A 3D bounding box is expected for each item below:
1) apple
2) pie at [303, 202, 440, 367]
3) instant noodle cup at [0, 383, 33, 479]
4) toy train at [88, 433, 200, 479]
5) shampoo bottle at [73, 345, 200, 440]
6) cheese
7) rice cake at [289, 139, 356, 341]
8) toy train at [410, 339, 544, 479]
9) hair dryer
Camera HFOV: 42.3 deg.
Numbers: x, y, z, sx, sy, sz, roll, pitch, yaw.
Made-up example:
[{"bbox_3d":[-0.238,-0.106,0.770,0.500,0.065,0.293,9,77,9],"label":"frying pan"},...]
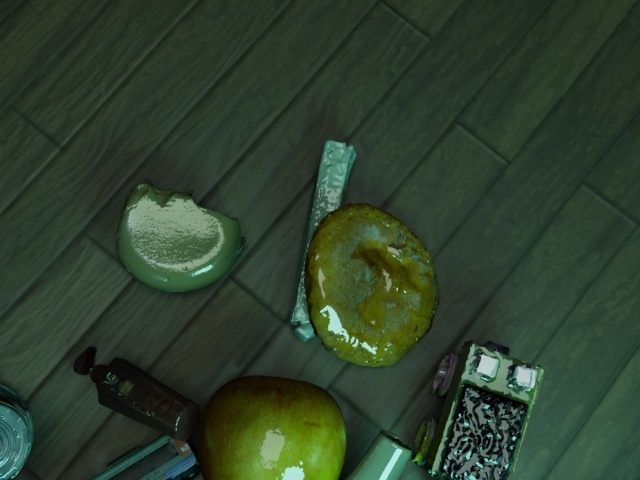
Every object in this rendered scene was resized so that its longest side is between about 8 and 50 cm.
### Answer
[{"bbox_3d":[-0.076,0.308,1.225,0.237,0.237,0.207,9,78,-1],"label":"apple"},{"bbox_3d":[0.082,0.070,1.334,0.274,0.069,0.273,3,85,-30],"label":"pie"},{"bbox_3d":[-0.505,0.297,1.227,0.178,0.126,0.208,-38,104,-30],"label":"instant noodle cup"},{"bbox_3d":[-0.373,0.420,1.262,0.410,0.086,0.089,-30,74,-8],"label":"toy train"},{"bbox_3d":[-0.290,0.232,1.278,0.236,0.067,0.068,19,42,28],"label":"shampoo bottle"},{"bbox_3d":[-0.225,0.000,1.351,0.203,0.091,0.175,12,78,-2],"label":"cheese"},{"bbox_3d":[0.000,0.000,1.373,0.063,0.066,0.336,12,79,-1],"label":"rice cake"},{"bbox_3d":[0.233,0.276,1.272,0.134,0.177,0.260,20,80,1],"label":"toy train"},{"bbox_3d":[0.107,0.436,1.256,0.299,0.119,0.295,9,99,-8],"label":"hair dryer"}]
